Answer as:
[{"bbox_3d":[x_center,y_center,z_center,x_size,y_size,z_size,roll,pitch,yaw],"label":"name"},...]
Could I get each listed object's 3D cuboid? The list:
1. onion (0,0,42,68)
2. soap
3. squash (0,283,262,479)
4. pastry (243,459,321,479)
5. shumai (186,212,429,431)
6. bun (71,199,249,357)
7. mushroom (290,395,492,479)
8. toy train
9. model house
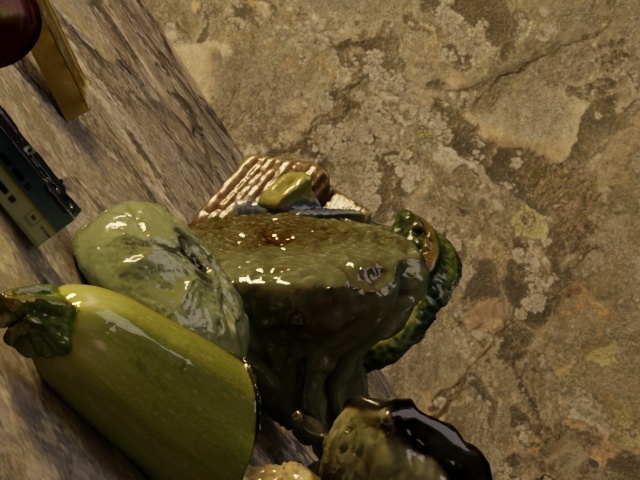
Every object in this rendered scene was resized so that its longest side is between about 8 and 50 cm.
[{"bbox_3d":[-0.327,-0.219,1.425,0.119,0.118,0.117,55,20,-17],"label":"onion"},{"bbox_3d":[-0.341,-0.272,1.747,0.092,0.037,0.252,-107,176,-60],"label":"soap"},{"bbox_3d":[-0.149,0.091,1.154,0.287,0.137,0.137,50,8,-38],"label":"squash"},{"bbox_3d":[0.000,0.311,1.433,0.258,0.089,0.121,58,-8,-18],"label":"pastry"},{"bbox_3d":[-0.044,0.119,1.696,0.309,0.304,0.263,22,-61,49],"label":"shumai"},{"bbox_3d":[-0.147,0.056,1.451,0.221,0.108,0.221,56,5,-7],"label":"bun"},{"bbox_3d":[0.058,0.273,1.543,0.247,0.130,0.344,32,-23,-5],"label":"mushroom"},{"bbox_3d":[-0.304,-0.102,1.294,0.234,0.051,0.052,52,6,-11],"label":"toy train"},{"bbox_3d":[0.000,0.000,1.973,0.266,0.261,0.321,50,-19,-25],"label":"model house"}]
